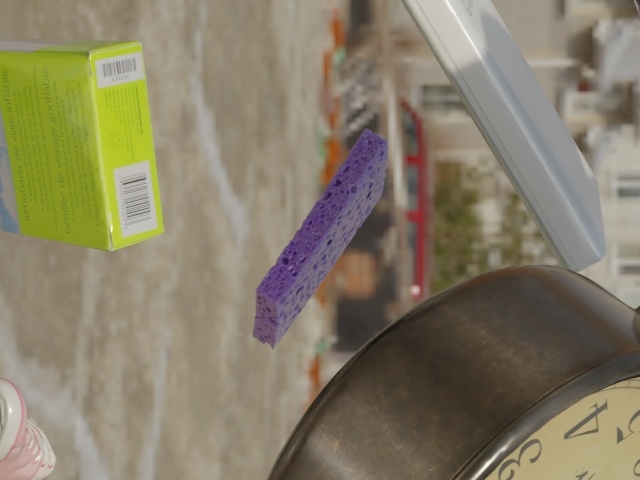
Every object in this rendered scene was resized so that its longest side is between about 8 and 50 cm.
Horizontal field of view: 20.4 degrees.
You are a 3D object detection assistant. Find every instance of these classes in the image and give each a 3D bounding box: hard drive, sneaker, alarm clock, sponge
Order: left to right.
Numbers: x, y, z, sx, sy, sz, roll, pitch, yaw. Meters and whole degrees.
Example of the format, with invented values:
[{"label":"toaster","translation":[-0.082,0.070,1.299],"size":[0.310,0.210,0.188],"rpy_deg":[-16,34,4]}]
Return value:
[{"label":"sneaker","translation":[-0.195,0.121,1.117],"size":[0.051,0.070,0.134],"rpy_deg":[58,-40,21]},{"label":"sponge","translation":[0.000,0.000,1.764],"size":[0.210,0.031,0.117],"rpy_deg":[-55,168,-22]},{"label":"alarm clock","translation":[0.026,0.080,0.446],"size":[0.192,0.064,0.129],"rpy_deg":[-37,141,-23]},{"label":"hard drive","translation":[0.136,-0.139,1.436],"size":[0.307,0.040,0.203],"rpy_deg":[58,16,-14]}]

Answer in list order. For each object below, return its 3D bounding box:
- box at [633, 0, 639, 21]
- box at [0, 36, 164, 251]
[{"label":"box","translation":[0.384,-0.184,1.534],"size":[0.168,0.203,0.167],"rpy_deg":[47,28,-65]},{"label":"box","translation":[-0.163,-0.058,1.000],"size":[0.042,0.178,0.109],"rpy_deg":[-18,108,-41]}]
